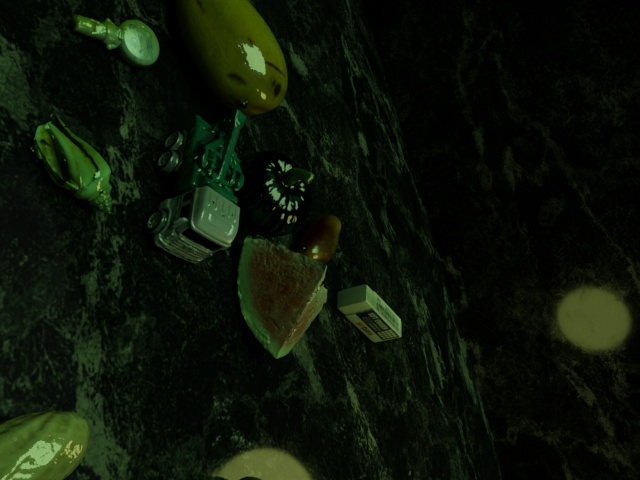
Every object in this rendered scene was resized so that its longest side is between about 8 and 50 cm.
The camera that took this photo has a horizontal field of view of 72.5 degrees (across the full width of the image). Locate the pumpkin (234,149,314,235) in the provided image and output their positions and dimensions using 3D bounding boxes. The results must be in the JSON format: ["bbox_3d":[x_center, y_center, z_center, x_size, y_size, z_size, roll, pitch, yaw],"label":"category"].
[{"bbox_3d":[-0.114,-0.144,1.213,0.248,0.248,0.247,35,46,-46],"label":"pumpkin"}]

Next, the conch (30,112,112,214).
[{"bbox_3d":[-0.453,-0.135,0.813,0.201,0.079,0.095,45,49,-11],"label":"conch"}]

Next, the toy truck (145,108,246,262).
[{"bbox_3d":[-0.272,-0.138,1.018,0.176,0.178,0.363,36,48,-46],"label":"toy truck"}]

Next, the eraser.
[{"bbox_3d":[0.182,0.273,1.597,0.279,0.124,0.081,46,38,-37],"label":"eraser"}]

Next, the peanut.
[{"bbox_3d":[-0.430,0.318,0.567,0.257,0.124,0.123,-39,108,-55],"label":"peanut"}]

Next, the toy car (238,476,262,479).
[{"bbox_3d":[-0.150,0.626,0.875,0.124,0.101,0.256,5,71,-55],"label":"toy car"}]

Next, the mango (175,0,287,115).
[{"bbox_3d":[-0.253,-0.573,1.244,0.301,0.221,0.444,-26,93,-58],"label":"mango"}]

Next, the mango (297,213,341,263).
[{"bbox_3d":[0.000,0.000,1.454,0.133,0.111,0.267,48,36,-9],"label":"mango"}]

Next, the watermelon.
[{"bbox_3d":[-0.096,0.133,1.136,0.193,0.232,0.310,88,-17,-60],"label":"watermelon"}]

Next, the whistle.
[{"bbox_3d":[-0.465,-0.462,1.000,0.198,0.057,0.104,-6,95,-52],"label":"whistle"}]
